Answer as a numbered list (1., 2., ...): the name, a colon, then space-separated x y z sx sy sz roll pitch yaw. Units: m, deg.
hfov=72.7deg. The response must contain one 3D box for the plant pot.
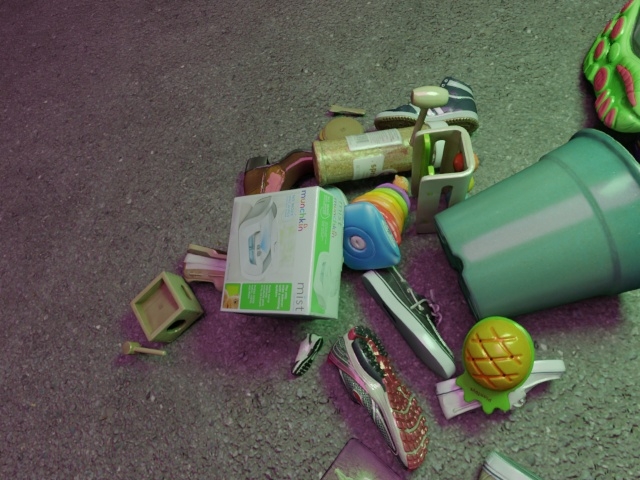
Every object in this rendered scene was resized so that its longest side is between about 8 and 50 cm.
1. plant pot: 0.437 0.002 0.896 0.334 0.341 0.341 -24 60 11

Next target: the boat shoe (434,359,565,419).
1. boat shoe: 0.369 0.306 0.886 0.258 0.095 0.084 -19 65 16

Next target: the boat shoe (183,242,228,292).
1. boat shoe: -0.225 0.090 1.133 0.302 0.113 0.103 13 87 25

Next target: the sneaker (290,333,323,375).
1. sneaker: -0.037 0.270 1.032 0.043 0.040 0.109 21 66 40

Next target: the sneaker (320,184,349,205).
1. sneaker: 0.000 0.000 1.088 0.135 0.150 0.366 1 65 13

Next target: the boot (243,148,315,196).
1. boot: -0.103 -0.111 1.204 0.264 0.096 0.280 -2 66 8

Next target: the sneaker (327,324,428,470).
1. sneaker: 0.123 0.334 0.925 0.112 0.121 0.299 -43 58 25

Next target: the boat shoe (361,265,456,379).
1. boat shoe: 0.216 0.164 0.978 0.105 0.113 0.306 -30 45 -9

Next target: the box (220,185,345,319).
1. box: -0.077 0.035 0.947 0.231 0.126 0.262 -3 76 32

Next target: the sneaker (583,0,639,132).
1. sneaker: 0.812 -0.431 1.101 0.202 0.185 0.483 20 62 -4

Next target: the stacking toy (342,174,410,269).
1. stacking toy: 0.159 -0.076 1.081 0.165 0.175 0.302 -11 26 42

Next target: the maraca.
1. maraca: 0.329 0.236 0.827 0.127 0.099 0.186 24 101 36

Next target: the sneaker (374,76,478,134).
1. sneaker: 0.297 -0.376 1.230 0.282 0.099 0.153 2 67 10

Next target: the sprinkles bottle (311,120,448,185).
1. sprinkles bottle: 0.158 -0.229 1.142 0.355 0.121 0.121 -10 62 -4

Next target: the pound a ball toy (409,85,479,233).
1. pound a ball toy: 0.281 -0.176 1.001 0.135 0.319 0.208 -5 66 7

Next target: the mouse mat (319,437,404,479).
1. mouse mat: 0.093 0.524 0.885 0.189 0.007 0.153 33 76 25

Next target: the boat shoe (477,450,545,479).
1. boat shoe: 0.425 0.505 0.770 0.302 0.109 0.094 28 89 34

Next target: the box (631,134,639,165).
1. box: 0.871 -0.126 0.985 0.200 0.057 0.293 -6 63 11

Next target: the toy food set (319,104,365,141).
1. toy food set: 0.064 -0.319 1.302 0.132 0.038 0.192 12 62 12

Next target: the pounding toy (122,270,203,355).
1. pounding toy: -0.408 0.220 1.120 0.206 0.094 0.181 -42 65 6
